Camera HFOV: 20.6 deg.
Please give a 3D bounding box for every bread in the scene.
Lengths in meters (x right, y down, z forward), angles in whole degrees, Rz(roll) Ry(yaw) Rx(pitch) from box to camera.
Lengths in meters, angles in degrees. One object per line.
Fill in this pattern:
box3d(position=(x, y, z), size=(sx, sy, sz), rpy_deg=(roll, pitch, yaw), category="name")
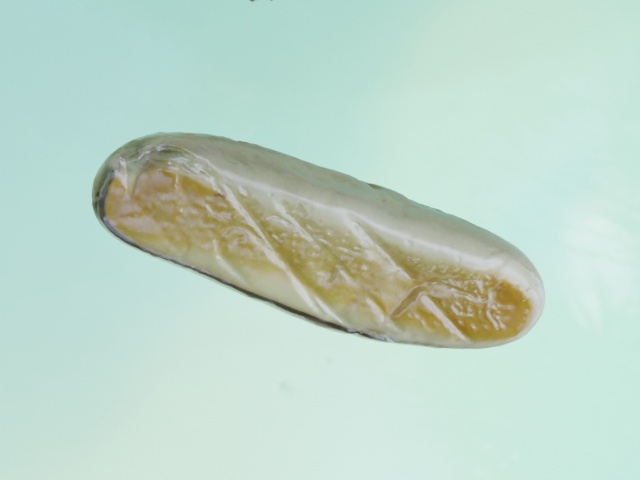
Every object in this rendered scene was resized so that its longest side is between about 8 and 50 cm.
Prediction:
box3d(position=(-0.001, 0.000, 0.817), size=(0.053, 0.214, 0.073), rpy_deg=(-85, -167, -66), category="bread")
